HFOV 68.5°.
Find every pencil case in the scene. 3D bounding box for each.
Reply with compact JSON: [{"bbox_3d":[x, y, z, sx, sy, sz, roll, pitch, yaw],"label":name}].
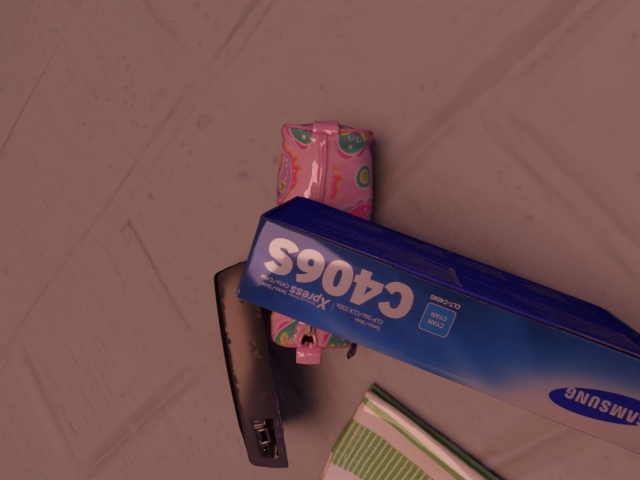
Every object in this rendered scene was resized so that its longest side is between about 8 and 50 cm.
[{"bbox_3d":[0.000,0.000,0.584,0.124,0.124,0.285,9,97,29],"label":"pencil case"}]

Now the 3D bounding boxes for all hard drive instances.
[{"bbox_3d":[-0.100,0.157,0.635,0.172,0.054,0.255,166,94,-75],"label":"hard drive"}]

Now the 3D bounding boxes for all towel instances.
[{"bbox_3d":[0.089,0.385,0.607,0.247,0.038,0.325,31,107,24],"label":"towel"}]

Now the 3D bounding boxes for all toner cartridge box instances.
[{"bbox_3d":[0.114,0.058,0.431,0.347,0.165,0.075,21,104,4],"label":"toner cartridge box"}]
